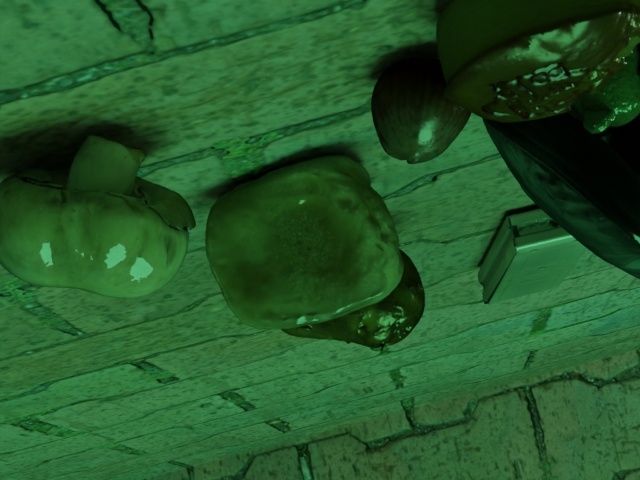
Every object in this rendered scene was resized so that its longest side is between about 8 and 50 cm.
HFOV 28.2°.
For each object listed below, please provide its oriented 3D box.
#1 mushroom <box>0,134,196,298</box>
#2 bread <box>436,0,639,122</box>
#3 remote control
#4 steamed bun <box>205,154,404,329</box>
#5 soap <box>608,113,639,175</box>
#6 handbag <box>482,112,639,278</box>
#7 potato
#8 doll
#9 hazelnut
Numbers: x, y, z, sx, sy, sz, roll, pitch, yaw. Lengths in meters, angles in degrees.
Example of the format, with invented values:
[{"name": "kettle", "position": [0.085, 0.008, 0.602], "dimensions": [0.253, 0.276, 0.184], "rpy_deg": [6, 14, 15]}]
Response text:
[{"name": "mushroom", "position": [-0.172, -0.019, 0.954], "dimensions": [0.154, 0.122, 0.154], "rpy_deg": [14, -169, -3]}, {"name": "bread", "position": [0.139, -0.134, 0.864], "dimensions": [0.125, 0.086, 0.156], "rpy_deg": [-6, 162, -25]}, {"name": "remote control", "position": [0.267, 0.015, 1.604], "dimensions": [0.103, 0.055, 0.277], "rpy_deg": [-13, 164, -4]}, {"name": "steamed bun", "position": [0.000, 0.000, 1.173], "dimensions": [0.172, 0.140, 0.155], "rpy_deg": [-16, 179, 20]}, {"name": "soap", "position": [0.370, -0.108, 1.187], "dimensions": [0.181, 0.081, 0.259], "rpy_deg": [-15, 166, 2]}, {"name": "handbag", "position": [0.237, -0.041, 1.127], "dimensions": [0.075, 0.191, 0.332], "rpy_deg": [-49, 160, 7]}, {"name": "potato", "position": [0.028, 0.053, 1.393], "dimensions": [0.176, 0.137, 0.137], "rpy_deg": [4, 170, 14]}, {"name": "doll", "position": [0.263, -0.144, 0.996], "dimensions": [0.150, 0.077, 0.115], "rpy_deg": [-20, -154, 12]}, {"name": "hazelnut", "position": [0.075, -0.097, 0.958], "dimensions": [0.086, 0.086, 0.086], "rpy_deg": [-13, 165, -4]}]
